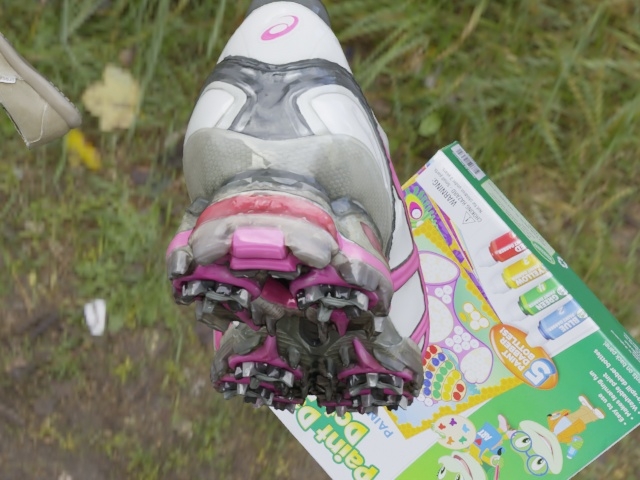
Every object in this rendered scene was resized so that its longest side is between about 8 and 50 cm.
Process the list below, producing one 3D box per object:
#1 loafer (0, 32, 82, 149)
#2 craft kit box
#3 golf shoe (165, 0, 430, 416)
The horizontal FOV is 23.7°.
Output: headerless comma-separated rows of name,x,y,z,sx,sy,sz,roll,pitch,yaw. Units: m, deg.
loafer,-0.233,-0.120,1.069,0.148,0.056,0.050,43,85,-16
craft kit box,0.093,0.097,1.165,0.250,0.246,0.061,48,24,4
golf shoe,0.000,0.000,0.444,0.067,0.186,0.086,4,69,3
